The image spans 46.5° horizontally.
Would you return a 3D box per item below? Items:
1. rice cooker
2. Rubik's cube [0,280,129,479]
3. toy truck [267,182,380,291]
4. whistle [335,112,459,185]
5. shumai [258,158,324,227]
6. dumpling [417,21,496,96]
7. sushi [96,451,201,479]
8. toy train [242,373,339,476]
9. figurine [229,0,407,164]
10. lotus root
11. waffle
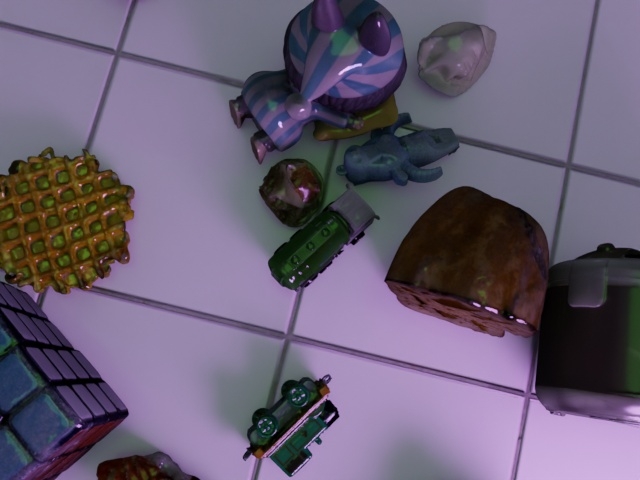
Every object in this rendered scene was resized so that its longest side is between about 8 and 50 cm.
[{"bbox_3d":[0.576,0.179,1.386,0.335,0.335,0.325,9,78,-2],"label":"rice cooker"},{"bbox_3d":[-0.592,0.292,1.277,0.344,0.344,0.337,-42,84,-10],"label":"Rubik's cube"},{"bbox_3d":[0.000,0.000,1.481,0.242,0.125,0.101,-42,83,-11],"label":"toy truck"},{"bbox_3d":[0.159,-0.178,1.542,0.269,0.093,0.180,-20,56,-8],"label":"whistle"},{"bbox_3d":[-0.056,-0.111,1.503,0.145,0.116,0.145,0,80,-2],"label":"shumai"},{"bbox_3d":[0.293,-0.387,1.591,0.181,0.111,0.155,-4,110,3],"label":"dumpling"},{"bbox_3d":[-0.257,0.495,1.376,0.332,0.130,0.124,35,84,9],"label":"sushi"},{"bbox_3d":[-0.049,0.356,1.430,0.228,0.091,0.136,-41,94,-11],"label":"toy train"},{"bbox_3d":[-0.016,-0.358,1.411,0.361,0.377,0.266,-29,68,-6],"label":"figurine"},{"bbox_3d":[0.306,0.057,1.404,0.316,0.316,0.250,28,74,2],"label":"lotus root"},{"bbox_3d":[-0.529,-0.040,1.487,0.329,0.062,0.329,0,80,-2],"label":"waffle"}]
